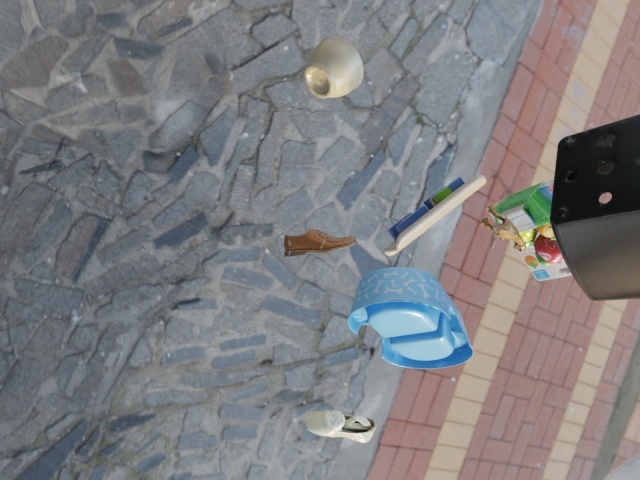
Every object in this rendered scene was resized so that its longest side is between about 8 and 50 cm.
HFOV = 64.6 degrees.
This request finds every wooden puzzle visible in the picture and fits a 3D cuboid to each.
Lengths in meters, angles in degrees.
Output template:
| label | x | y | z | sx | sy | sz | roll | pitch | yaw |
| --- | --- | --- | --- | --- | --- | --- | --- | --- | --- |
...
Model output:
| label | x | y | z | sx | sy | sz | roll | pitch | yaw |
| --- | --- | --- | --- | --- | --- | --- | --- | --- | --- |
| wooden puzzle | 0.330 | -0.082 | 1.576 | 0.322 | 0.348 | 0.081 | -38 | 84 | -2 |

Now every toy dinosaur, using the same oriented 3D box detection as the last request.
| label | x | y | z | sx | sy | sz | roll | pitch | yaw |
| --- | --- | --- | --- | --- | --- | --- | --- | --- | --- |
| toy dinosaur | 0.392 | -0.026 | 1.083 | 0.211 | 0.112 | 0.064 | 13 | 123 | -47 |

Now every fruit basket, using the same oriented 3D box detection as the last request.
| label | x | y | z | sx | sy | sz | roll | pitch | yaw |
| --- | --- | --- | --- | --- | --- | --- | --- | --- | --- |
| fruit basket | 0.787 | -0.014 | 1.791 | 0.165 | 0.327 | 0.353 | -31 | 91 | -26 |

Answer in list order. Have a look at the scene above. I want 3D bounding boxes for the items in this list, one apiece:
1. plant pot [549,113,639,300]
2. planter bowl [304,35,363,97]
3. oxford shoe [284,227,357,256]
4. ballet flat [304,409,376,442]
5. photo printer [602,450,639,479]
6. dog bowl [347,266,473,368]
| label | x | y | z | sx | sy | sz | roll | pitch | yaw |
| --- | --- | --- | --- | --- | --- | --- | --- | --- | --- |
| plant pot | 0.384 | -0.047 | 0.608 | 0.166 | 0.188 | 0.188 | 29 | 66 | -31 |
| planter bowl | 0.024 | -0.462 | 1.397 | 0.109 | 0.162 | 0.162 | -49 | 117 | -30 |
| oxford shoe | 0.000 | 0.000 | 1.428 | 0.212 | 0.076 | 0.076 | -5 | 89 | -3 |
| ballet flat | 0.069 | 0.559 | 1.551 | 0.248 | 0.086 | 0.086 | 21 | 89 | -28 |
| photo printer | 0.319 | 0.201 | 0.292 | 0.307 | 0.255 | 0.107 | 2 | 92 | -40 |
| dog bowl | 0.161 | 0.140 | 0.884 | 0.297 | 0.165 | 0.074 | 46 | 39 | -46 |
